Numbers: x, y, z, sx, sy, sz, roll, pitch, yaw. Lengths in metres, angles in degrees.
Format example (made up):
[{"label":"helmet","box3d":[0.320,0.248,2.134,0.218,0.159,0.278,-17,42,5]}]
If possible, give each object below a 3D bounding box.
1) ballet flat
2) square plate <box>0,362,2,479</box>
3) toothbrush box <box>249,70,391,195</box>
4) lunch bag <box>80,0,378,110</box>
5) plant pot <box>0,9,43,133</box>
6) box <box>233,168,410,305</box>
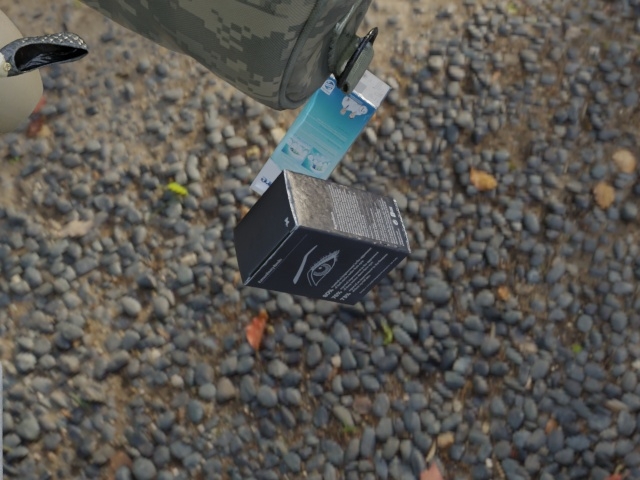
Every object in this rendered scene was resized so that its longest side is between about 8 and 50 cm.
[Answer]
[{"label":"ballet flat","box3d":[-0.466,-0.309,1.638,0.173,0.057,0.049,-27,44,-33]},{"label":"square plate","box3d":[-0.670,0.292,1.568,0.347,0.344,0.049,14,29,9]},{"label":"toothbrush box","box3d":[0.003,-0.215,2.045,0.126,0.295,0.216,35,24,-2]},{"label":"lunch bag","box3d":[-0.085,-0.208,0.417,0.305,0.256,0.212,29,56,0]},{"label":"plant pot","box3d":[-0.716,-0.340,2.129,0.284,0.191,0.284,-30,40,29]},{"label":"box","box3d":[0.000,0.000,1.450,0.207,0.153,0.108,14,47,-34]}]
